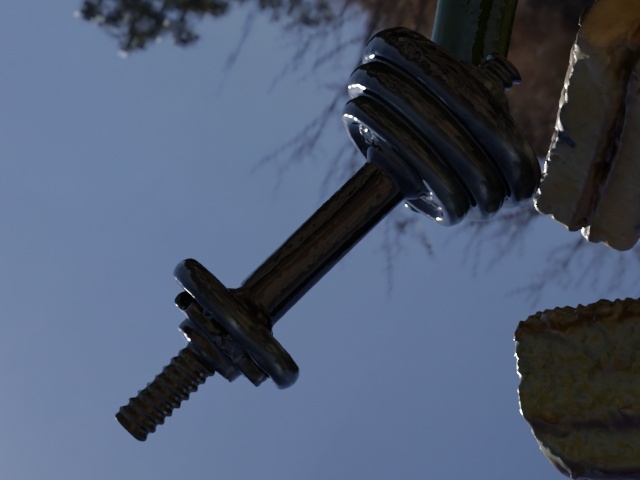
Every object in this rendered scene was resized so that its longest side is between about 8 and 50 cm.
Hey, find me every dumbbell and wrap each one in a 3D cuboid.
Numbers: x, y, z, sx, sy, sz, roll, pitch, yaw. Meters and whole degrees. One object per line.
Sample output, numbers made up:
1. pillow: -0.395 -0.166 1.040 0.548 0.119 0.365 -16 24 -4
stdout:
1. dumbbell: 0.000 0.000 0.708 0.110 0.254 0.110 46 172 8

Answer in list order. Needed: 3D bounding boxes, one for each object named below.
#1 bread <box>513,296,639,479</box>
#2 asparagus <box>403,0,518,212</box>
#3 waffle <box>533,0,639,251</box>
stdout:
1. bread: 0.244 0.071 0.777 0.184 0.234 0.110 2 -101 -57
2. asparagus: 0.108 -0.146 1.063 0.067 0.277 0.060 -2 -153 -19
3. waffle: 0.318 -0.206 1.310 0.114 0.261 0.376 25 -120 17
